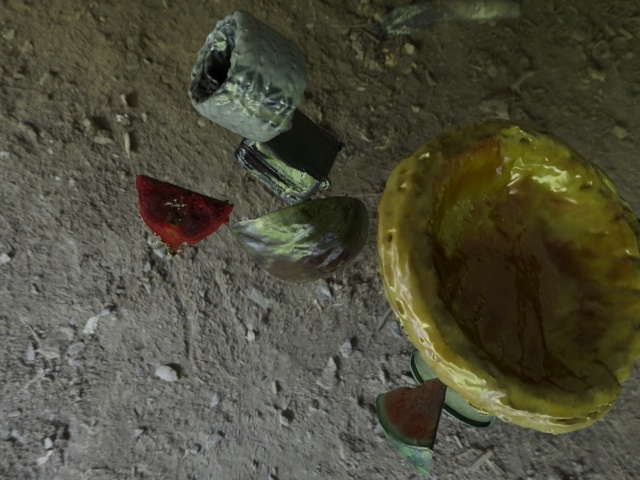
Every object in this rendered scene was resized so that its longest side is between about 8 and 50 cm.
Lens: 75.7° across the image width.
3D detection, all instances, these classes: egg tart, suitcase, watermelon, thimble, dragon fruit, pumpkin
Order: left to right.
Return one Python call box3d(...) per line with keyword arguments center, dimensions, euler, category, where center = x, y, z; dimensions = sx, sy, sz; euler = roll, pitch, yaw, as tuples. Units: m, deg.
box3d(center=(-0.402, -0.058, 1.163), dimensions=(0.261, 0.134, 0.212), euler=(22, 83, -14), category="dragon fruit")
box3d(center=(-0.147, -0.315, 0.810), dimensions=(0.157, 0.217, 0.246), euler=(15, 28, -38), category="thimble")
box3d(center=(-0.104, -0.311, 1.415), dimensions=(0.339, 0.188, 0.345), euler=(39, 38, -14), category="suitcase")
box3d(center=(0.000, 0.000, 0.801), dimensions=(0.312, 0.169, 0.148), euler=(-16, 87, -22), category="pumpkin")
box3d(center=(0.197, 0.381, 0.878), dimensions=(0.136, 0.207, 0.202), euler=(14, 73, 1), category="watermelon")
box3d(center=(0.232, 0.030, 0.519), dimensions=(0.387, 0.169, 0.388), euler=(6, 70, -17), category="egg tart")

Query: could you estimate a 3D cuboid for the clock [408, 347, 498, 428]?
box3d(center=(0.362, 0.388, 1.119), dimensions=(0.055, 0.281, 0.281), euler=(-36, 81, -26), category="clock")
